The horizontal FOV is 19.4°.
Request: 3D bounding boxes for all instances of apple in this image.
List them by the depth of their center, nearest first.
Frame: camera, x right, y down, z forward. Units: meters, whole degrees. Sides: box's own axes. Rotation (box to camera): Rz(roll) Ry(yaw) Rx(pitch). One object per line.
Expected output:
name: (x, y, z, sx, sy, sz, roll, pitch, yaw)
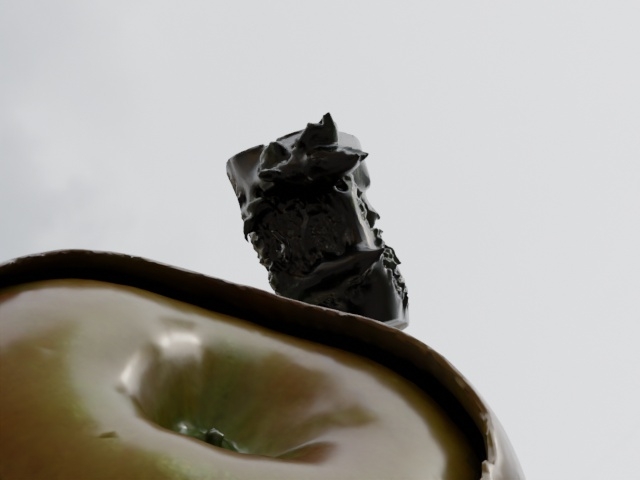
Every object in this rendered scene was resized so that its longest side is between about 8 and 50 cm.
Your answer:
apple: (-0.048, 0.111, 0.564, 0.237, 0.237, 0.207, 26, -75, -14)

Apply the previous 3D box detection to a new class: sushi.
sushi: (0.000, 0.000, 0.724, 0.056, 0.084, 0.083, -18, -99, 2)
